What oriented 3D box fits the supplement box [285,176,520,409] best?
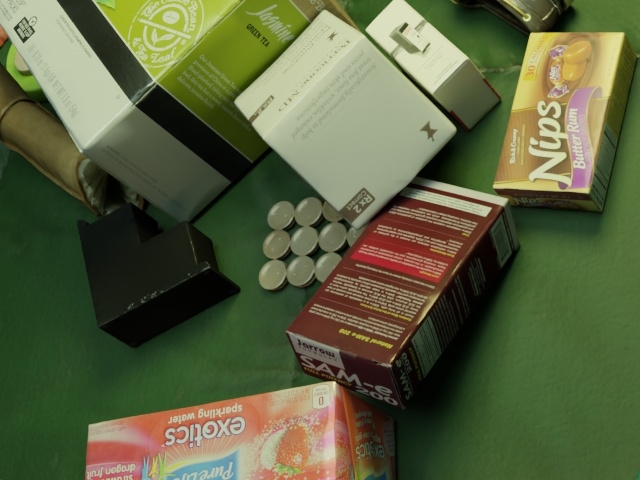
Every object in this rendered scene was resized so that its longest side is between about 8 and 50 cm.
[{"bbox_3d":[0.088,0.047,1.404,0.130,0.073,0.239,17,53,35],"label":"supplement box"}]

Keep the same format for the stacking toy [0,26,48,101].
[{"bbox_3d":[-0.470,-0.299,1.904,0.279,0.130,0.309,-21,59,21],"label":"stacking toy"}]

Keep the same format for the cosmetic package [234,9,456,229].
[{"bbox_3d":[0.022,-0.133,1.486,0.151,0.151,0.183,-46,21,3],"label":"cosmetic package"}]

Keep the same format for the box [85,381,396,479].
[{"bbox_3d":[-0.084,0.256,1.412,0.300,0.142,0.154,-12,63,25],"label":"box"}]

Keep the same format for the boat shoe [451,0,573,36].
[{"bbox_3d":[0.176,-0.298,1.559,0.228,0.081,0.068,32,82,34],"label":"boat shoe"}]

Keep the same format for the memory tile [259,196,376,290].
[{"bbox_3d":[0.000,0.000,1.565,0.148,0.012,0.113,-7,65,28],"label":"memory tile"}]

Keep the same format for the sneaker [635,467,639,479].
[{"bbox_3d":[0.418,0.167,1.194,0.302,0.108,0.121,-13,61,16],"label":"sneaker"}]

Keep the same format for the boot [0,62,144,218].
[{"bbox_3d":[-0.358,-0.144,1.708,0.269,0.236,0.089,35,86,40],"label":"boot"}]

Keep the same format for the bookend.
[{"bbox_3d":[-0.195,0.018,1.632,0.156,0.072,0.157,-29,56,15],"label":"bookend"}]

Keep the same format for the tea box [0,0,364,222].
[{"bbox_3d":[-0.177,-0.263,1.661,0.323,0.220,0.329,-43,54,5],"label":"tea box"}]

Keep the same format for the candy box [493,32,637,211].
[{"bbox_3d":[0.258,-0.126,1.451,0.109,0.053,0.186,6,70,32],"label":"candy box"}]

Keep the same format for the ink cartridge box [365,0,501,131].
[{"bbox_3d":[0.125,-0.196,1.531,0.056,0.099,0.135,-45,53,6],"label":"ink cartridge box"}]
